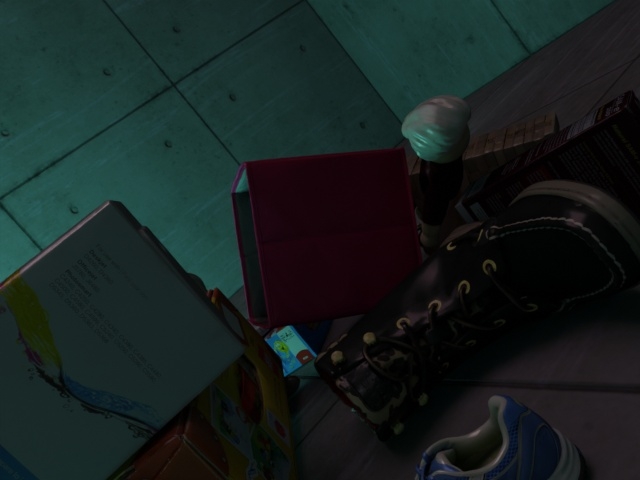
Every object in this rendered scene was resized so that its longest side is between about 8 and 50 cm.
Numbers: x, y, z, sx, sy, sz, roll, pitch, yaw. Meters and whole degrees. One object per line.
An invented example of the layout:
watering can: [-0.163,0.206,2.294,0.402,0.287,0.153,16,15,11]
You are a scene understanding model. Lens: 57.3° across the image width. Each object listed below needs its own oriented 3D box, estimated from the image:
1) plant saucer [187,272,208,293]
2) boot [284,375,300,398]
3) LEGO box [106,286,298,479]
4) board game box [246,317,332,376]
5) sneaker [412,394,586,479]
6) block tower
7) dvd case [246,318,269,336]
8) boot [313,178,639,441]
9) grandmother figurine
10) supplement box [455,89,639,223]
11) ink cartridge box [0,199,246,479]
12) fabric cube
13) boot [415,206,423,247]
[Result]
plant saucer: [-0.304,0.278,1.329,0.400,0.100,0.401,10,-90,-81]
boot: [-0.087,0.285,0.987,0.118,0.042,0.087,-38,14,21]
LEGO box: [-0.234,0.309,0.789,0.372,0.193,0.500,-39,13,2]
board game box: [-0.110,0.219,1.289,0.301,0.086,0.308,-37,8,21]
sneaker: [0.090,0.199,0.437,0.211,0.081,0.080,-41,9,-2]
block tower: [0.268,-0.126,1.072,0.335,0.097,0.091,-15,28,31]
dvd case: [-0.140,0.183,1.223,0.253,0.022,0.180,-42,8,-17]
boot: [0.143,0.085,0.629,0.284,0.138,0.377,-40,4,-12]
grandmother figurine: [0.185,-0.096,0.871,0.103,0.208,0.342,-4,-24,12]
supplement box: [0.306,-0.062,0.734,0.239,0.130,0.073,-32,10,41]
ink cartridge box: [-0.251,0.115,0.608,0.270,0.197,0.198,-42,13,-10]
fabric cube: [0.000,0.000,0.997,0.257,0.259,0.254,-8,-4,-13]
boot: [0.236,-0.043,1.162,0.165,0.077,0.213,-44,16,-30]
